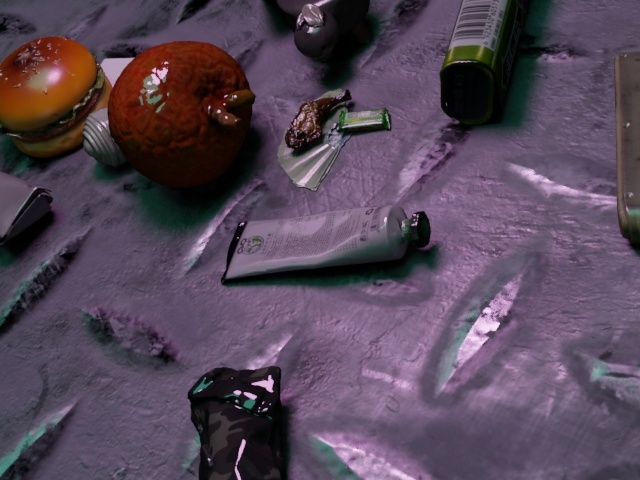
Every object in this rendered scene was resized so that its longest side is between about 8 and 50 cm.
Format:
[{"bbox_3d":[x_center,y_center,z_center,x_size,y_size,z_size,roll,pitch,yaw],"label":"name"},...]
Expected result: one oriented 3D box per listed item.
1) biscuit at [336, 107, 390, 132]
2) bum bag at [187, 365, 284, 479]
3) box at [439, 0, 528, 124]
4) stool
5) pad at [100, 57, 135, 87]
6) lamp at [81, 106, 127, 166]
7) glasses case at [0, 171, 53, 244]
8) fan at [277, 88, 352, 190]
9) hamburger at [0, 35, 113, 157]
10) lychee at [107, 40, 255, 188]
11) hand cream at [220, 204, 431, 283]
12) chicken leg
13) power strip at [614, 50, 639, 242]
[{"bbox_3d":[0.072,-0.198,1.607,0.089,0.016,0.046,-4,53,15],"label":"biscuit"},{"bbox_3d":[-0.097,0.282,1.210,0.144,0.095,0.340,-26,38,12],"label":"bum bag"},{"bbox_3d":[0.270,-0.351,1.573,0.097,0.134,0.346,3,53,22],"label":"box"},{"bbox_3d":[0.002,-0.398,1.737,0.153,0.139,0.228,11,58,33],"label":"stool"},{"bbox_3d":[-0.377,-0.312,1.934,0.232,0.004,0.156,5,54,29],"label":"pad"},{"bbox_3d":[-0.343,-0.211,1.764,0.193,0.106,0.106,-37,45,-19],"label":"lamp"},{"bbox_3d":[-0.609,-0.069,1.774,0.308,0.083,0.128,19,67,36],"label":"glasses case"},{"bbox_3d":[-0.009,-0.171,1.633,0.131,0.009,0.240,-7,49,23],"label":"fan"},{"bbox_3d":[-0.528,-0.288,1.864,0.246,0.170,0.246,-11,50,14],"label":"hamburger"},{"bbox_3d":[-0.227,-0.212,1.606,0.300,0.255,0.255,-11,43,48],"label":"lychee"},{"bbox_3d":[0.000,0.000,1.445,0.336,0.076,0.121,-7,43,29],"label":"hand cream"},{"bbox_3d":[-0.007,-0.207,1.632,0.062,0.037,0.145,28,67,19],"label":"chicken leg"},{"bbox_3d":[0.453,-0.126,1.339,0.092,0.066,0.388,-4,47,20],"label":"power strip"}]
